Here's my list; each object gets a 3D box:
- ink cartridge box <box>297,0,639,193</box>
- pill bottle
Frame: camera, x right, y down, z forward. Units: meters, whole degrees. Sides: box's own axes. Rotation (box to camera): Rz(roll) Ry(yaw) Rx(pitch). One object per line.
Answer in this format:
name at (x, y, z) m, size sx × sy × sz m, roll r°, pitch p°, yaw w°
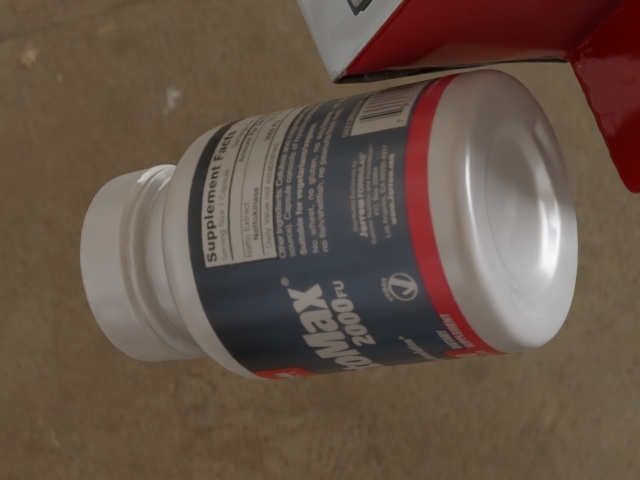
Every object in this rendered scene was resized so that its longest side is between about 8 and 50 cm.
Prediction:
ink cartridge box at (0.099, -0.195, 0.559) m, size 0.130 × 0.309 × 0.271 m, roll -9°, pitch 66°, yaw -34°
pill bottle at (0.000, 0.000, 0.654) m, size 0.180 × 0.108 × 0.108 m, roll -9°, pitch 56°, yaw 31°
